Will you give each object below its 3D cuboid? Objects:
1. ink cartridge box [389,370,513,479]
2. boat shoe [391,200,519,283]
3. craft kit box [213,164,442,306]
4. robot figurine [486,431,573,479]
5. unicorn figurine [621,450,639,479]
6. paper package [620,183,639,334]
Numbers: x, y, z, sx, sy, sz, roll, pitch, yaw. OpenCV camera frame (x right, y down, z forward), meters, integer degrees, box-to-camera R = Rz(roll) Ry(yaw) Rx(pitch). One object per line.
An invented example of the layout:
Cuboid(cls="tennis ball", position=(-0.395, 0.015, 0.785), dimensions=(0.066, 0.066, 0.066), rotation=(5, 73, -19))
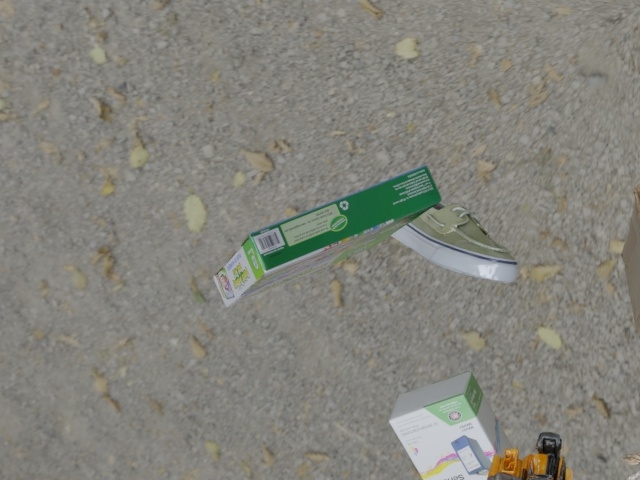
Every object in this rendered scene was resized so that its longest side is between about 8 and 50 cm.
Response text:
Cuboid(cls="ink cartridge box", position=(0.244, 0.363, 1.544), dimensions=(0.154, 0.093, 0.212), rotation=(-24, 103, 25))
Cuboid(cls="boat shoe", position=(0.206, -0.013, 1.369), dimensions=(0.302, 0.109, 0.094), rotation=(30, 106, 57))
Cuboid(cls="craft kit box", position=(0.000, 0.000, 1.125), dimensions=(0.250, 0.246, 0.061), rotation=(-22, 86, -20))
Cuboid(cls="robot figurine", position=(0.198, 0.326, 0.838), dimensions=(0.085, 0.211, 0.291), rotation=(3, 126, 17))
Cuboid(cls="unicorn figurine", position=(0.567, 0.388, 1.371), dimensions=(0.162, 0.060, 0.111), rotation=(42, 110, -12))
Cuboid(cls="paper package", position=(0.636, 0.021, 1.294), dimensions=(0.325, 0.309, 0.168), rotation=(-8, 69, 12))
